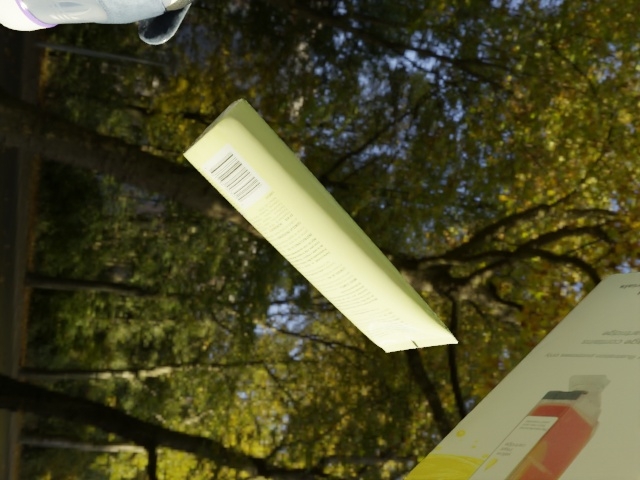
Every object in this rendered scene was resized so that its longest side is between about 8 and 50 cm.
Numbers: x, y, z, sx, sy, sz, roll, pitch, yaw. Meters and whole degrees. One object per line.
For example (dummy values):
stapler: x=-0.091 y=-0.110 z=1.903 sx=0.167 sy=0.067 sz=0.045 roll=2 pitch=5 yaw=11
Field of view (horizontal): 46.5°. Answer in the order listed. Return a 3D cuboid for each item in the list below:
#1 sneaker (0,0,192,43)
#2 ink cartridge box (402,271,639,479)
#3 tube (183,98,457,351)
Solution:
sneaker: x=-0.137 y=-0.312 z=0.604 sx=0.130 sy=0.236 sz=0.322 roll=62 pitch=24 yaw=-59
ink cartridge box: x=0.173 y=0.228 z=0.401 sx=0.160 sy=0.385 sz=0.279 roll=-11 pitch=-68 yaw=58
tube: x=0.000 y=0.000 z=0.568 sx=0.062 sy=0.240 sz=0.070 roll=-41 pitch=-168 yaw=11
